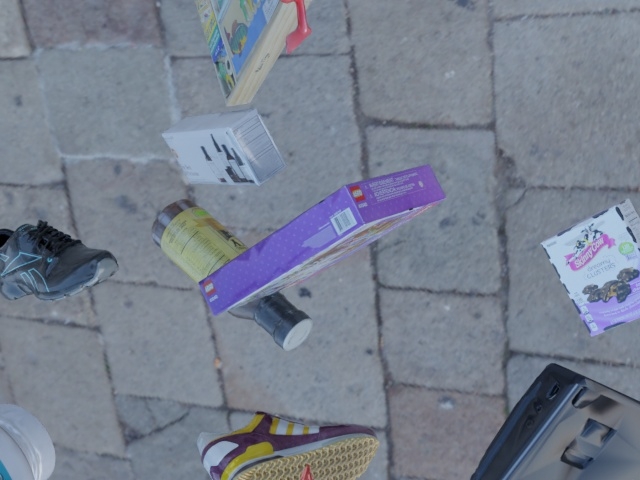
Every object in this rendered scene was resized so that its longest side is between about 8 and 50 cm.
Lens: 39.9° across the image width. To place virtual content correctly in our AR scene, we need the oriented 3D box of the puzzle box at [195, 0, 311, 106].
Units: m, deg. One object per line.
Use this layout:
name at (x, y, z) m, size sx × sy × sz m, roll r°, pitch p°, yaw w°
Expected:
puzzle box at (-0.131, -0.431, 1.496) m, size 0.409 × 0.052 × 0.272 m, roll 140°, pitch 115°, yaw -66°

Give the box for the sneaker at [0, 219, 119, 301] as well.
sneaker at (-0.400, 0.027, 1.277) m, size 0.267 × 0.101 × 0.106 m, roll -5°, pitch 107°, yaw 38°

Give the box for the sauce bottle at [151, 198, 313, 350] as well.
sauce bottle at (-0.154, 0.061, 1.542) m, size 0.344 × 0.111 × 0.111 m, roll 40°, pitch 125°, yaw 25°

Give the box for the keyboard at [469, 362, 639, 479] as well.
keyboard at (0.227, 0.130, 0.443) m, size 0.317 × 0.033 × 0.201 m, roll 26°, pitch 108°, yaw -22°

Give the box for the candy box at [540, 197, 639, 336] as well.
candy box at (0.518, 0.049, 1.579) m, size 0.165 × 0.070 × 0.196 m, roll -32°, pitch 83°, yaw 40°

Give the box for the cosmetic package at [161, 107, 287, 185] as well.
cosmetic package at (-0.151, -0.138, 1.328) m, size 0.239 × 0.060 × 0.099 m, roll 6°, pitch 128°, yaw 58°

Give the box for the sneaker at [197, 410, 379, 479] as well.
sneaker at (-0.027, 0.193, 0.839) m, size 0.084 × 0.185 × 0.070 m, roll 41°, pitch 118°, yaw 41°

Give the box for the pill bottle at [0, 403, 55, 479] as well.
pill bottle at (-0.355, 0.244, 0.772) m, size 0.146 × 0.264 × 0.146 m, roll 8°, pitch 111°, yaw 22°

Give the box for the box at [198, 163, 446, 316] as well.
box at (0.000, 0.000, 1.174) m, size 0.293 × 0.201 × 0.057 m, roll -32°, pitch 81°, yaw 37°

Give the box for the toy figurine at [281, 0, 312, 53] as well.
toy figurine at (-0.134, -0.273, 0.501) m, size 0.362 × 0.217 × 0.191 m, roll 17°, pitch 115°, yaw -11°
